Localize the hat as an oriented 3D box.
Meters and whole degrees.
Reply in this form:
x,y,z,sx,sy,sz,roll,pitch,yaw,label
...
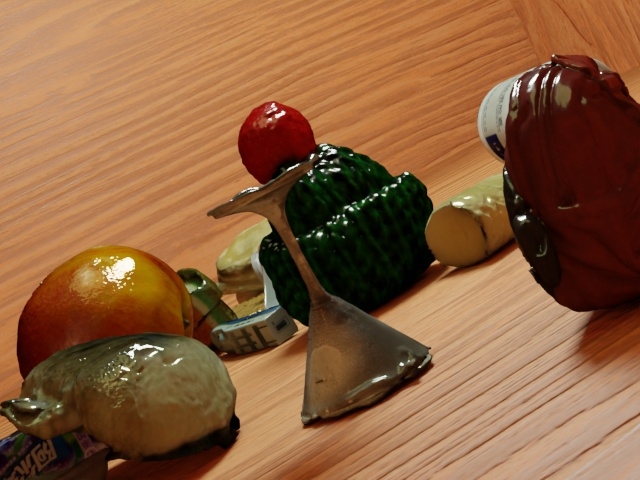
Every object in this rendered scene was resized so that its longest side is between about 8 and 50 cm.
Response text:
x,y,z,sx,sy,sz,roll,pitch,yaw,label
0.011,-0.060,1.578,0.242,0.332,0.274,-26,6,34,hat

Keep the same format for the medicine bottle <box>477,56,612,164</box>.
x,y,z,sx,sy,sz,roll,pitch,yaw,label
0.442,-0.244,2.118,0.190,0.190,0.332,-27,4,-8,medicine bottle

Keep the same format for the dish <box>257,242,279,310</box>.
x,y,z,sx,sy,sz,roll,pitch,yaw,label
0.001,0.041,1.877,0.212,0.151,0.077,-26,-37,24,dish

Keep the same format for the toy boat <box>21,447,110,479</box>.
x,y,z,sx,sy,sz,roll,pitch,yaw,label
-0.406,0.320,1.160,0.276,0.111,0.293,-17,-1,32,toy boat

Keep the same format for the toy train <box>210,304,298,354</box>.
x,y,z,sx,sy,sz,roll,pitch,yaw,label
-0.122,0.151,1.728,0.051,0.052,0.234,-36,9,-37,toy train

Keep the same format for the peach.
x,y,z,sx,sy,sz,roll,pitch,yaw,label
-0.335,0.140,1.693,0.281,0.281,0.238,-27,-2,0,peach

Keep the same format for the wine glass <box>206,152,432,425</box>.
x,y,z,sx,sy,sz,roll,pitch,yaw,label
-0.006,0.045,1.068,0.156,0.232,0.156,-27,4,2,wine glass

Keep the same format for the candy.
x,y,z,sx,sy,sz,roll,pitch,yaw,label
-0.398,0.298,1.377,0.312,0.088,0.061,-28,3,-21,candy

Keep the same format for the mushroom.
x,y,z,sx,sy,sz,roll,pitch,yaw,label
-0.225,0.165,1.210,0.247,0.130,0.344,3,-7,-21,mushroom

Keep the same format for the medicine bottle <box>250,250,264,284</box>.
x,y,z,sx,sy,sz,roll,pitch,yaw,label
-0.029,0.012,1.999,0.191,0.107,0.107,-32,3,16,medicine bottle

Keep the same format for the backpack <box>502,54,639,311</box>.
x,y,z,sx,sy,sz,roll,pitch,yaw,label
0.235,-0.057,0.933,0.139,0.229,0.229,-21,6,27,backpack

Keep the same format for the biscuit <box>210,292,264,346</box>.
x,y,z,sx,sy,sz,roll,pitch,yaw,label
-0.153,0.150,2.036,0.254,0.035,0.254,-26,6,3,biscuit

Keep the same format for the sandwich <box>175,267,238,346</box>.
x,y,z,sx,sy,sz,roll,pitch,yaw,label
-0.260,0.151,1.918,0.292,0.109,0.212,-27,29,40,sandwich

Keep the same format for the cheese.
x,y,z,sx,sy,sz,roll,pitch,yaw,label
0.233,-0.036,1.516,0.167,0.094,0.123,-30,3,-40,cheese

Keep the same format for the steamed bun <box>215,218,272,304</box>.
x,y,z,sx,sy,sz,roll,pitch,yaw,label
0.000,0.000,2.204,0.428,0.189,0.247,-26,33,21,steamed bun
